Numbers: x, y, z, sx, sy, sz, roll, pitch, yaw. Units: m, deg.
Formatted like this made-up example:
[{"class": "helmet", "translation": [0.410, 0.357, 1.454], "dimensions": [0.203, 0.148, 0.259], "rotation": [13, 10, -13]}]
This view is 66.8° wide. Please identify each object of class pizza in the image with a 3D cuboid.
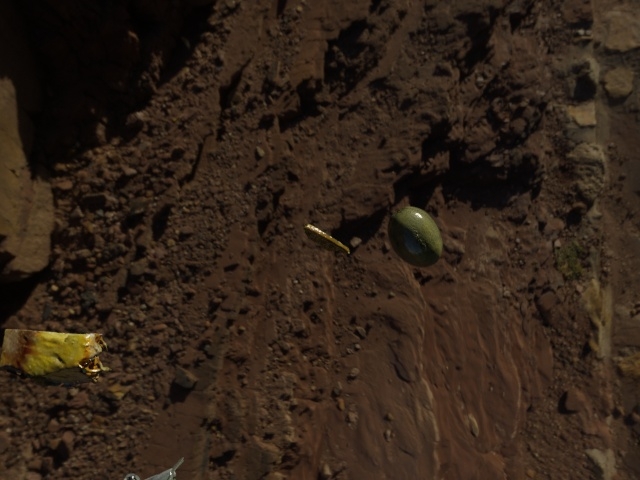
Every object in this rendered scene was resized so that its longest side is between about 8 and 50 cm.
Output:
[{"class": "pizza", "translation": [0.000, 0.000, 1.087], "dimensions": [0.026, 0.123, 0.108], "rotation": [-62, 20, -9]}]

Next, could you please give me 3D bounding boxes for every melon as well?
[{"class": "melon", "translation": [0.186, -0.006, 0.953], "dimensions": [0.098, 0.098, 0.131], "rotation": [-35, 96, 1]}]

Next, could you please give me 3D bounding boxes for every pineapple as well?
[{"class": "pineapple", "translation": [-0.513, 0.220, 0.943], "dimensions": [0.236, 0.186, 0.115], "rotation": [-28, 57, 47]}]

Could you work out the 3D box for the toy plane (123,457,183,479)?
[{"class": "toy plane", "translation": [-0.347, 0.459, 0.785], "dimensions": [0.267, 0.212, 0.088], "rotation": [-29, 94, 1]}]
